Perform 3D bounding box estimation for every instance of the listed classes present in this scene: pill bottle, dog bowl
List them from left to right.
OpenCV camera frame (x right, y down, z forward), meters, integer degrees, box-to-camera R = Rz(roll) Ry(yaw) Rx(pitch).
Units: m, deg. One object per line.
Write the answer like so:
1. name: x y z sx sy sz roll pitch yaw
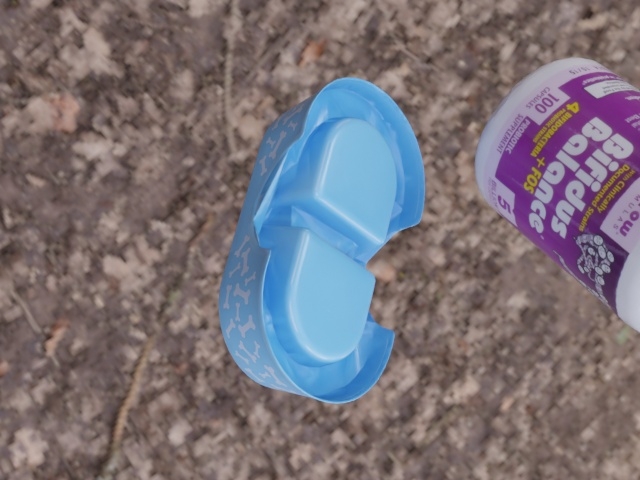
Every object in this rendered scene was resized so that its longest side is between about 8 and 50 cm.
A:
1. dog bowl: 0.000 0.000 1.172 0.166 0.074 0.297 35 60 -38
2. pill bottle: 0.286 -0.021 1.158 0.169 0.301 0.169 -23 136 -25
